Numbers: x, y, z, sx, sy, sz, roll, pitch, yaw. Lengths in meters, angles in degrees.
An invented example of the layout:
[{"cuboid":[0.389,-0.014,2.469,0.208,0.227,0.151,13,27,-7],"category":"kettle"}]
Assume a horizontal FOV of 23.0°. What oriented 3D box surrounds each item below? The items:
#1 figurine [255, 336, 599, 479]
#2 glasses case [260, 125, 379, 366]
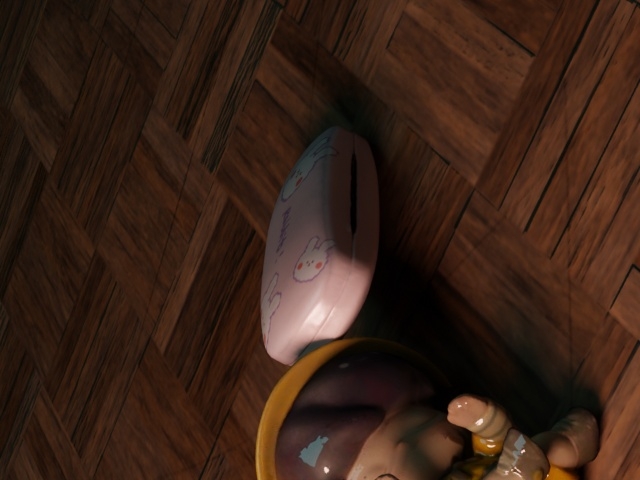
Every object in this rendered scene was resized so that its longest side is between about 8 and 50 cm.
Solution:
[{"cuboid":[0.071,0.179,1.177,0.257,0.192,0.167,16,129,43],"category":"figurine"},{"cuboid":[0.000,0.000,1.345,0.113,0.075,0.297,-56,16,26],"category":"glasses case"}]
